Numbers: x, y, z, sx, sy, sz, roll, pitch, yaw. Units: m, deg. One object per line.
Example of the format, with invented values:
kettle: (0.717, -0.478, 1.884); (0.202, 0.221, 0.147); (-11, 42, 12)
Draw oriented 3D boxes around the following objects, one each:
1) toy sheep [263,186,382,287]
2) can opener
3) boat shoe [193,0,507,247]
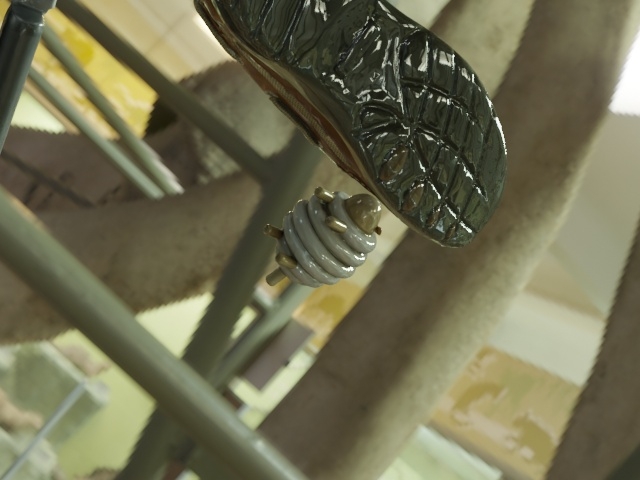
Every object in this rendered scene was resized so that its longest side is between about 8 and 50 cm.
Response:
toy sheep: (0.000, 0.000, 1.148); (0.091, 0.132, 0.091); (45, 25, -29)
can opener: (-0.263, -0.180, 1.035); (0.076, 0.283, 0.095); (15, 25, -23)
boat shoe: (0.021, -0.125, 0.964); (0.324, 0.122, 0.120); (48, -13, -31)
